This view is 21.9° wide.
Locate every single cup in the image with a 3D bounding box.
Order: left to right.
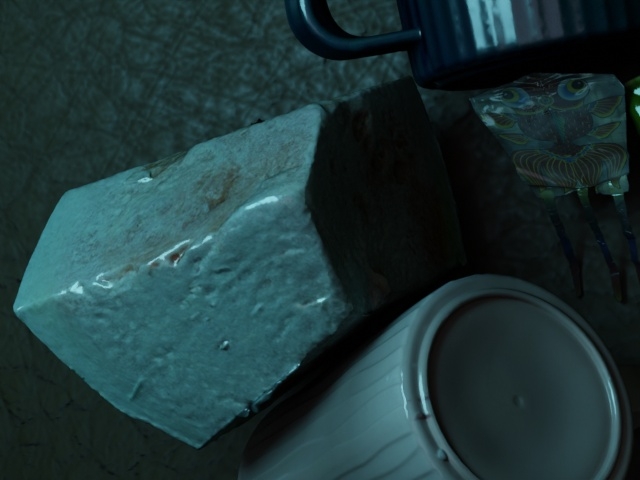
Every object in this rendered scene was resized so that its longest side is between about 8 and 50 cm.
[{"bbox_3d":[0.115,0.176,1.291,0.288,0.273,0.208,19,57,-19],"label":"cup"},{"bbox_3d":[0.137,-0.274,1.288,0.242,0.308,0.292,-11,89,51],"label":"cup"}]

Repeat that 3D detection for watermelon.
[{"bbox_3d":[-0.035,0.001,1.259,0.387,0.258,0.228,-26,86,-21],"label":"watermelon"}]

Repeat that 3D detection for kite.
[{"bbox_3d":[0.206,-0.042,1.344,0.127,0.016,0.229,0,127,30],"label":"kite"}]

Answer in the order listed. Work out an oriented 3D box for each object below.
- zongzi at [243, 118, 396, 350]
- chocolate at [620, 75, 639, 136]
[{"bbox_3d":[0.000,-0.003,1.437,0.204,0.094,0.205,5,89,8],"label":"zongzi"},{"bbox_3d":[0.429,-0.053,1.272,0.301,0.137,0.289,-26,81,18],"label":"chocolate"}]
